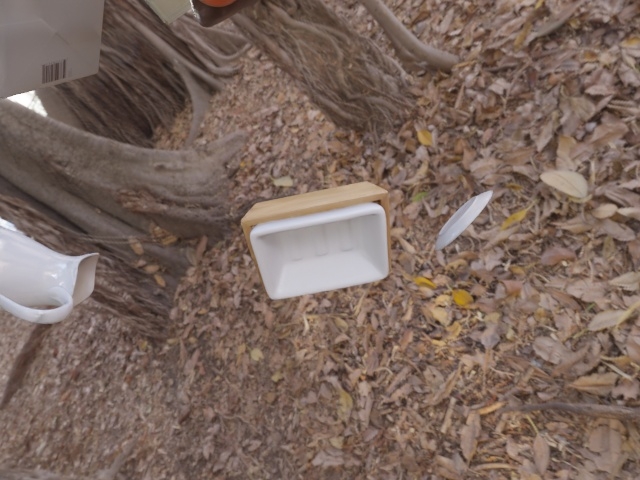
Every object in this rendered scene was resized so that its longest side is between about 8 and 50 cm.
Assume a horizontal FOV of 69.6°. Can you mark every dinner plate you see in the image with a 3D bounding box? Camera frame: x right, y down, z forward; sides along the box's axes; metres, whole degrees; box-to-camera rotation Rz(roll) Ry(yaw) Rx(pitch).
[{"bbox_3d":[0.248,-0.039,0.814,0.141,0.017,0.141,-47,-2,-2],"label":"dinner plate"}]

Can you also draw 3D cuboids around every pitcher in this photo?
[{"bbox_3d":[-0.442,0.055,0.647,0.178,0.207,0.125,-129,54,-68],"label":"pitcher"}]

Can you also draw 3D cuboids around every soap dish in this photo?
[{"bbox_3d":[0.000,0.000,0.977,0.291,0.229,0.118,-12,42,-1],"label":"soap dish"}]

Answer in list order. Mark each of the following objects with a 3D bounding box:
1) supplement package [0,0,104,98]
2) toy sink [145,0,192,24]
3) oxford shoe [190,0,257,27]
[{"bbox_3d":[-0.526,-0.402,0.741,0.199,0.262,0.198,-49,-8,-50],"label":"supplement package"},{"bbox_3d":[-0.321,-0.590,0.908,0.131,0.234,0.153,-17,45,29],"label":"toy sink"},{"bbox_3d":[-0.090,-0.409,0.652,0.271,0.097,0.098,-49,6,-19],"label":"oxford shoe"}]
